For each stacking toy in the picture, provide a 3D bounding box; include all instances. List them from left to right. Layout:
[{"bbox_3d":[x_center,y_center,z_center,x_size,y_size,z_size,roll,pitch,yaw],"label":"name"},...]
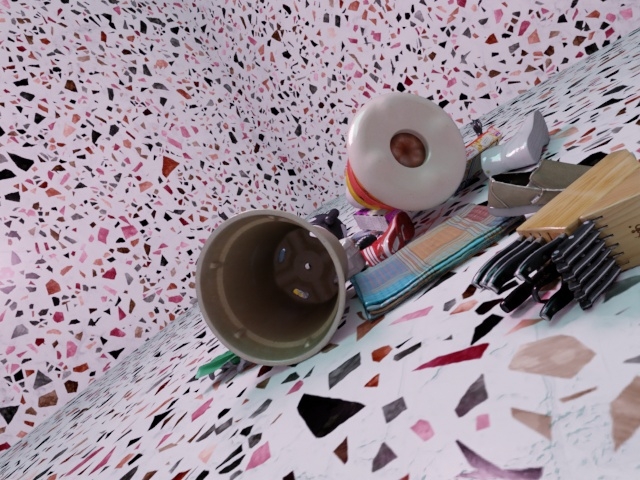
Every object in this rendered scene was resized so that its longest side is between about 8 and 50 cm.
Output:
[{"bbox_3d":[0.200,-0.204,1.396,0.351,0.350,0.480,-37,-3,-18],"label":"stacking toy"}]

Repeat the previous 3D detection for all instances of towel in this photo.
[{"bbox_3d":[0.238,0.031,0.986,0.370,0.040,0.271,-33,9,2],"label":"towel"}]

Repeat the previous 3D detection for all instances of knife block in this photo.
[{"bbox_3d":[0.340,-0.005,0.609,0.242,0.088,0.275,-28,10,32],"label":"knife block"}]

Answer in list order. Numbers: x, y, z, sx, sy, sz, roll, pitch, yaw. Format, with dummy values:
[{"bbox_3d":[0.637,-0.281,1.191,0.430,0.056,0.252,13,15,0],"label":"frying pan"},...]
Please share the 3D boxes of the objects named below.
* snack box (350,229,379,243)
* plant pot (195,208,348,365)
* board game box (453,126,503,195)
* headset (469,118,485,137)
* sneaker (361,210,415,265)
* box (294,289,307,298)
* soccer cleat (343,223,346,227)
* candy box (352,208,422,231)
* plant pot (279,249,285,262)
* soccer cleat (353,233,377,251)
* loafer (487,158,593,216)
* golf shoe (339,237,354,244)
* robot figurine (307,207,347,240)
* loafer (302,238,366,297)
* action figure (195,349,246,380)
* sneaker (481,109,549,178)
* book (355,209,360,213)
[{"bbox_3d":[0.179,-0.031,1.638,0.178,0.022,0.064,-26,13,44],"label":"snack box"},{"bbox_3d":[-0.072,0.084,1.049,0.334,0.333,0.305,-32,-3,16],"label":"plant pot"},{"bbox_3d":[0.478,-0.246,1.377,0.194,0.045,0.146,-36,-30,-21],"label":"board game box"},{"bbox_3d":[0.402,-0.300,1.577,0.395,0.185,0.243,-16,-14,12],"label":"headset"},{"bbox_3d":[0.182,-0.004,1.245,0.128,0.087,0.221,-27,9,35],"label":"sneaker"},{"bbox_3d":[-0.118,0.197,1.324,0.169,0.059,0.054,-28,9,38],"label":"box"},{"bbox_3d":[0.018,-0.031,2.066,0.116,0.109,0.318,-59,18,-19],"label":"soccer cleat"},{"bbox_3d":[0.236,-0.102,1.537,0.159,0.071,0.233,-34,17,-17],"label":"candy box"},{"bbox_3d":[-0.252,0.138,1.502,0.248,0.247,0.252,-95,24,-81],"label":"plant pot"},{"bbox_3d":[0.105,0.048,1.368,0.179,0.060,0.072,-38,16,19],"label":"soccer cleat"},{"bbox_3d":[0.416,-0.101,0.788,0.251,0.087,0.094,-9,24,42],"label":"loafer"},{"bbox_3d":[0.044,0.057,1.451,0.176,0.069,0.086,-44,-5,-4],"label":"golf shoe"},{"bbox_3d":[-0.001,-0.003,1.628,0.174,0.208,0.278,-7,17,20],"label":"robot figurine"},{"bbox_3d":[-0.011,0.094,1.324,0.320,0.111,0.112,-30,9,26],"label":"loafer"},{"bbox_3d":[-0.199,0.285,1.112,0.232,0.063,0.137,-34,5,30],"label":"action figure"},{"bbox_3d":[0.566,-0.282,1.297,0.169,0.108,0.292,-21,16,45],"label":"sneaker"},{"bbox_3d":[0.195,-0.102,1.730,0.035,0.096,0.144,-29,9,36],"label":"book"}]
